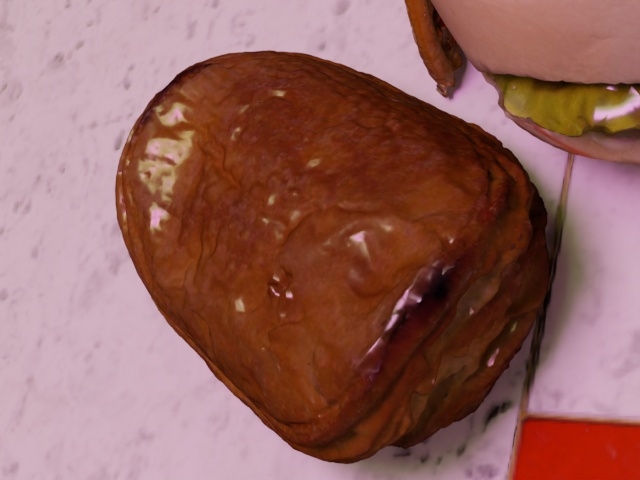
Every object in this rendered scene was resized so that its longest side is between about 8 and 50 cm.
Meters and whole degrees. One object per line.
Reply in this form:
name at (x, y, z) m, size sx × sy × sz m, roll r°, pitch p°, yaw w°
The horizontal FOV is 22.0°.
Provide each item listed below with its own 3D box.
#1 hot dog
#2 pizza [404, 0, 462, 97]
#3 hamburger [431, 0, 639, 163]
hot dog at (0.000, 0.000, 0.875) m, size 0.272 × 0.122 × 0.196 m, roll 33°, pitch 89°, yaw 47°
pizza at (0.066, -0.145, 0.909) m, size 0.029 × 0.099 × 0.100 m, roll -1°, pitch 67°, yaw 23°
hamburger at (0.172, -0.182, 0.798) m, size 0.302 × 0.170 × 0.302 m, roll -19°, pitch 53°, yaw 28°
